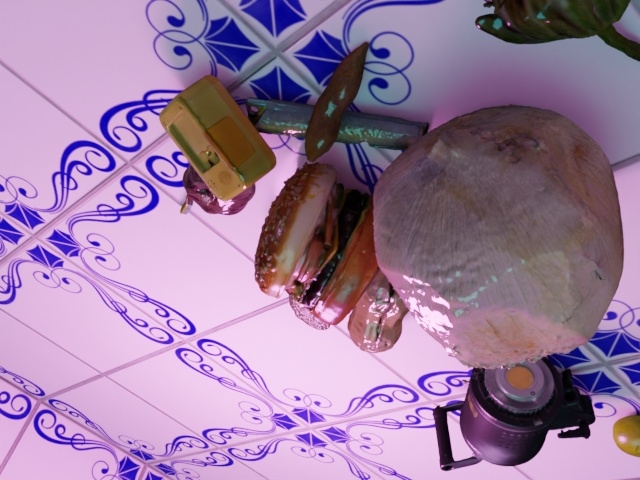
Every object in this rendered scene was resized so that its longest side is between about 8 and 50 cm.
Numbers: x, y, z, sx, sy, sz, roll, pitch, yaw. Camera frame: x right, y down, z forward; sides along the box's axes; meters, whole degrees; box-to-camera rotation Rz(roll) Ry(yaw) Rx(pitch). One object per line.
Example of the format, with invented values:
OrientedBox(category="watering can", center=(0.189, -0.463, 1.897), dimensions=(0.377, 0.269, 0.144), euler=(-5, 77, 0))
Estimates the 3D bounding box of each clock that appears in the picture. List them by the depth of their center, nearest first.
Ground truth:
OrientedBox(category="clock", center=(-0.183, -0.181, 1.387), dimensions=(0.202, 0.096, 0.143), euler=(54, 148, -9))

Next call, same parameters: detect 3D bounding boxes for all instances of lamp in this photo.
OrientedBox(category="lamp", center=(0.416, 0.370, 1.751), dimensions=(0.374, 0.205, 0.272), euler=(-14, 138, 15))

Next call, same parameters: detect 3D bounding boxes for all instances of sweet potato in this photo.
OrientedBox(category="sweet potato", center=(0.024, -0.229, 1.278), dimensions=(0.051, 0.065, 0.218), euler=(8, 117, -37))

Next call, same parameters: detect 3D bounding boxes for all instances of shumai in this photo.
OrientedBox(category="shumai", center=(-0.006, 0.135, 1.758), dimensions=(0.099, 0.087, 0.124), euler=(7, 137, 37))

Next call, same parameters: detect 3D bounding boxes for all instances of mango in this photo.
OrientedBox(category="mango", center=(0.761, 0.467, 1.810), dimensions=(0.163, 0.089, 0.117), euler=(25, 143, -7))

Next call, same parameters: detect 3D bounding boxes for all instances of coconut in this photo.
OrientedBox(category="coconut", center=(0.264, -0.030, 1.191), dimensions=(0.404, 0.404, 0.404), euler=(13, 142, 10))

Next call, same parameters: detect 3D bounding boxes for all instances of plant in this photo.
OrientedBox(category="plant", center=(0.362, -0.274, 1.022), dimensions=(0.251, 0.180, 0.333), euler=(-4, 141, 44))

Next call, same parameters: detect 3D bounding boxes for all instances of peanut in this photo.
OrientedBox(category="peanut", center=(0.128, 0.157, 1.692), dimensions=(0.130, 0.130, 0.290), euler=(16, 141, 5))

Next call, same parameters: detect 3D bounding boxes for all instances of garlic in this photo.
OrientedBox(category="garlic", center=(-0.203, -0.109, 1.533), dimensions=(0.159, 0.102, 0.147), euler=(-16, 131, 39))

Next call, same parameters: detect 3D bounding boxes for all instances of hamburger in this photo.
OrientedBox(category="hamburger", center=(0.000, 0.000, 1.448), dimensions=(0.225, 0.291, 0.291), euler=(26, 143, -3))

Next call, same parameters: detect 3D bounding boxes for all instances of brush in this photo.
OrientedBox(category="brush", center=(-0.284, -0.083, 1.671), dimensions=(0.021, 0.019, 0.083), euler=(18, 144, -13))

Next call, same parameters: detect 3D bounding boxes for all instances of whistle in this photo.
OrientedBox(category="whistle", center=(0.024, -0.203, 1.349), dimensions=(0.326, 0.057, 0.068), euler=(11, 139, 13))

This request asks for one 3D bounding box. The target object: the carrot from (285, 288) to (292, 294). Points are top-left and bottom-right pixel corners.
OrientedBox(category="carrot", center=(-0.075, 0.060, 1.725), dimensions=(0.069, 0.069, 0.336), euler=(8, 147, 16))
